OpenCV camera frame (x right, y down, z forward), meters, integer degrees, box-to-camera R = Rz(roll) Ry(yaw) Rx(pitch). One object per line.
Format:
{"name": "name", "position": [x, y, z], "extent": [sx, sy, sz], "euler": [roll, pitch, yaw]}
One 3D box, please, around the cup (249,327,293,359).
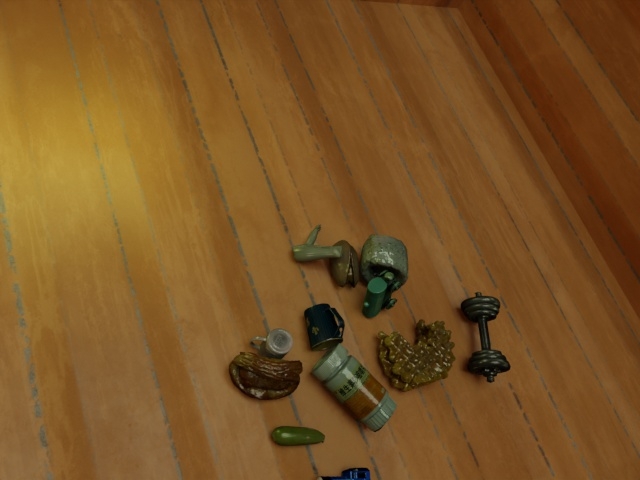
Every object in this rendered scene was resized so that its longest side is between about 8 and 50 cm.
{"name": "cup", "position": [-0.182, 0.392, 1.815], "extent": [0.136, 0.133, 0.099], "euler": [-7, 64, -28]}

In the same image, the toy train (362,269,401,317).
{"name": "toy train", "position": [0.240, 0.228, 2.042], "extent": [0.159, 0.248, 0.101], "euler": [-31, 59, -22]}

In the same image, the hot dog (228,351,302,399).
{"name": "hot dog", "position": [-0.194, 0.480, 1.751], "extent": [0.259, 0.175, 0.114], "euler": [12, 37, -16]}

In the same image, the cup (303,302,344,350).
{"name": "cup", "position": [0.019, 0.326, 1.926], "extent": [0.131, 0.176, 0.155], "euler": [9, 53, -44]}

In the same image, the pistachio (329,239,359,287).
{"name": "pistachio", "position": [0.106, 0.101, 2.106], "extent": [0.129, 0.131, 0.206], "euler": [-4, 68, -17]}

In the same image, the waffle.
{"name": "waffle", "position": [0.397, 0.464, 2.037], "extent": [0.324, 0.151, 0.261], "euler": [-11, 74, -25]}

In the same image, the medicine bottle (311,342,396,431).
{"name": "medicine bottle", "position": [0.129, 0.550, 1.861], "extent": [0.318, 0.158, 0.158], "euler": [45, 55, 2]}

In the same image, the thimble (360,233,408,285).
{"name": "thimble", "position": [0.273, 0.088, 2.126], "extent": [0.250, 0.205, 0.172], "euler": [52, 36, -41]}

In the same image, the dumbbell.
{"name": "dumbbell", "position": [0.724, 0.420, 2.194], "extent": [0.179, 0.179, 0.406], "euler": [12, 60, -19]}

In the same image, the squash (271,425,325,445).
{"name": "squash", "position": [-0.075, 0.692, 1.750], "extent": [0.201, 0.066, 0.066], "euler": [13, 59, -22]}

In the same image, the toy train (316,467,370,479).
{"name": "toy train", "position": [0.075, 0.861, 1.719], "extent": [0.204, 0.083, 0.131], "euler": [10, 61, -22]}

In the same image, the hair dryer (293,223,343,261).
{"name": "hair dryer", "position": [0.000, 0.000, 2.119], "extent": [0.206, 0.075, 0.237], "euler": [-4, 37, 12]}
